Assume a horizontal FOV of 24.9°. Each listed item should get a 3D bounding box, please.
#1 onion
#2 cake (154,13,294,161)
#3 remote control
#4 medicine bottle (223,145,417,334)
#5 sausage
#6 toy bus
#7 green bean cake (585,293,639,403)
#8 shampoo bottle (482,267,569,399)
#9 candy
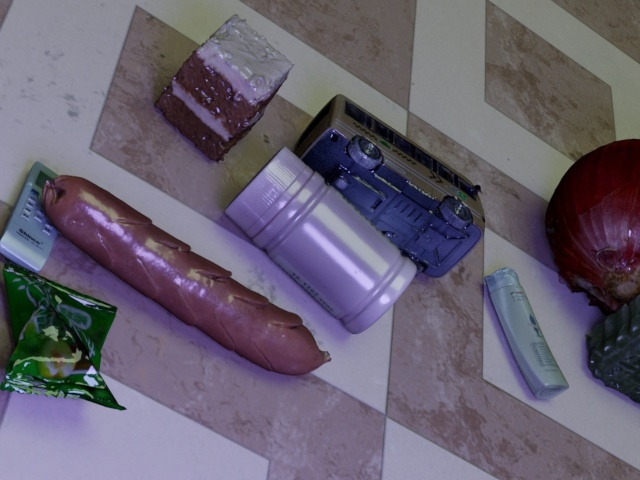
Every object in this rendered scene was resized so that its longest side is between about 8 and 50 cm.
[{"bbox_3d":[0.543,-0.013,2.381,0.341,0.341,0.341,27,40,-25],"label":"onion"},{"bbox_3d":[-0.129,-0.214,2.019,0.134,0.147,0.135,44,34,-4],"label":"cake"},{"bbox_3d":[-0.341,-0.028,1.732,0.061,0.029,0.162,38,32,-20],"label":"remote control"},{"bbox_3d":[0.000,0.000,1.958,0.249,0.133,0.133,43,36,-6],"label":"medicine bottle"},{"bbox_3d":[-0.160,0.054,1.778,0.433,0.088,0.088,34,38,-22],"label":"sausage"},{"bbox_3d":[0.100,-0.078,2.132,0.289,0.139,0.157,31,34,-14],"label":"toy bus"},{"bbox_3d":[0.532,0.176,2.283,0.173,0.181,0.094,33,39,-21],"label":"green bean cake"},{"bbox_3d":[0.311,0.141,2.205,0.072,0.049,0.212,3,53,-38],"label":"shampoo bottle"},{"bbox_3d":[-0.293,0.111,1.610,0.141,0.078,0.203,37,24,-31],"label":"candy"}]
